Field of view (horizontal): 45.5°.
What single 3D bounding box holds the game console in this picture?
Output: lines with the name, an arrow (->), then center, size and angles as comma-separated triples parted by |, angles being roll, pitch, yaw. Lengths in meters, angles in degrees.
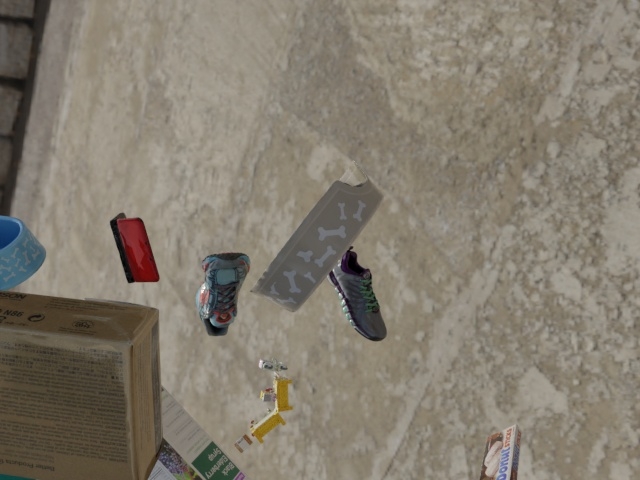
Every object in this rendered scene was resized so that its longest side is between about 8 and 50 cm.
game console -> -0.388, 0.012, 1.636 | 0.124, 0.085, 0.144 | -84, -18, -75

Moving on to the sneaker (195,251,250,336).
sneaker -> -0.203, 0.122, 1.642 | 0.262, 0.104, 0.125 | 113, 150, -55

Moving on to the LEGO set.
LEGO set -> -0.163, 0.484, 2.241 | 0.107, 0.132, 0.286 | 24, 94, 68

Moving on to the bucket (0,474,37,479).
bucket -> -0.540, 0.353, 1.160 | 0.281, 0.281, 0.183 | -117, 31, -42

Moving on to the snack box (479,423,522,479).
snack box -> 0.310, 0.381, 1.314 | 0.064, 0.178, 0.022 | -32, 95, 24

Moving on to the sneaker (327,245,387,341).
sneaker -> 0.095, 0.124, 1.762 | 0.223, 0.083, 0.098 | 57, 134, 15

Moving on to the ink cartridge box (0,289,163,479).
ink cartridge box -> -0.298, 0.163, 0.841 | 0.088, 0.235, 0.193 | -69, -16, -67

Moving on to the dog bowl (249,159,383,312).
dog bowl -> 0.000, 0.000, 1.569 | 0.348, 0.102, 0.349 | -51, 1, 1

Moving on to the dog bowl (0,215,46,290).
dog bowl -> -0.676, 0.015, 1.465 | 0.166, 0.297, 0.074 | -61, -31, -47

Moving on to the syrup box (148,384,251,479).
syrup box -> -0.195, 0.312, 1.040 | 0.237, 0.093, 0.096 | 45, 113, 4

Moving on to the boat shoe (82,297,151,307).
boat shoe -> -0.355, 0.130, 1.351 | 0.049, 0.142, 0.040 | 1, -84, -79
